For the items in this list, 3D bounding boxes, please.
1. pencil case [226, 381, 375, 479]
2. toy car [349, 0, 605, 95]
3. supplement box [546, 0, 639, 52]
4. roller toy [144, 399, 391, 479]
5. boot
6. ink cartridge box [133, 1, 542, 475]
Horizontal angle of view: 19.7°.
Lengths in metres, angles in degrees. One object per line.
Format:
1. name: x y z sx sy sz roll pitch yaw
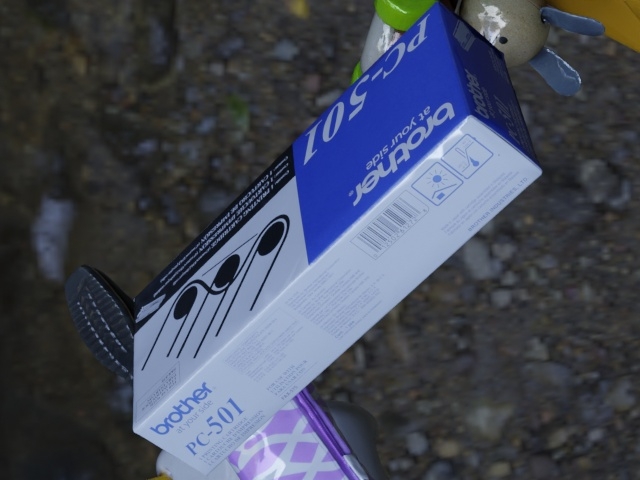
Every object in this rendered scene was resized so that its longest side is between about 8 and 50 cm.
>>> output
1. pencil case: -0.030 0.128 1.293 0.206 0.086 0.088 54 138 13
2. toy car: 0.136 -0.173 1.540 0.188 0.155 0.149 18 60 1
3. supplement box: 0.294 -0.281 1.576 0.191 0.129 0.194 33 70 29
4. roller toy: -0.038 0.214 1.522 0.209 0.191 0.146 -26 66 34
5. boot: -0.170 0.094 1.967 0.198 0.137 0.077 53 132 5
6. ink cartridge box: 0.000 0.000 0.794 0.207 0.046 0.097 -43 28 22
